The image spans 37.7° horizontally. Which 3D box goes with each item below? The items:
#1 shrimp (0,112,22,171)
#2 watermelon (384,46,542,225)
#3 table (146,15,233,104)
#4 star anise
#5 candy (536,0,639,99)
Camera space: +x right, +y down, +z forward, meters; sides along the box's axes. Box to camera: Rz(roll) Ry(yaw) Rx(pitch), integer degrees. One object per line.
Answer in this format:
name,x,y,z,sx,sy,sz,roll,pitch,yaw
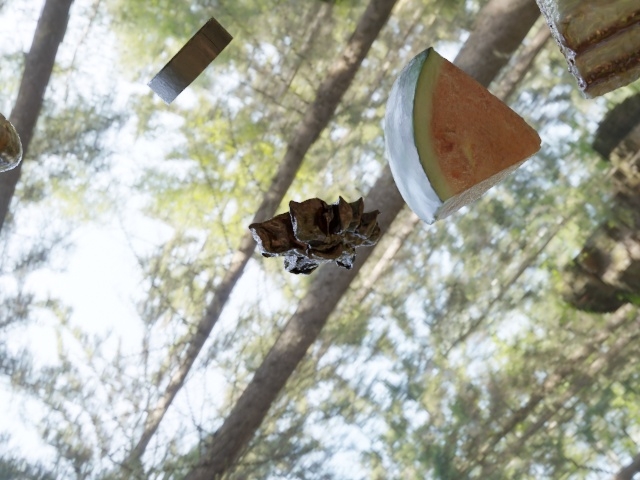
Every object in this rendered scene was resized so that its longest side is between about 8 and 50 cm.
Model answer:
shrimp,-0.499,-0.173,1.075,0.343,0.116,0.145,27,-179,-2
watermelon,0.245,-0.196,1.745,0.250,0.293,0.283,39,-144,-60
table,-0.181,-0.249,1.300,0.043,0.133,0.133,44,-142,-14
star anise,-0.006,-0.001,1.523,0.220,0.214,0.099,0,-118,-28
candy,0.377,-0.341,1.238,0.135,0.179,0.320,57,-161,-35
